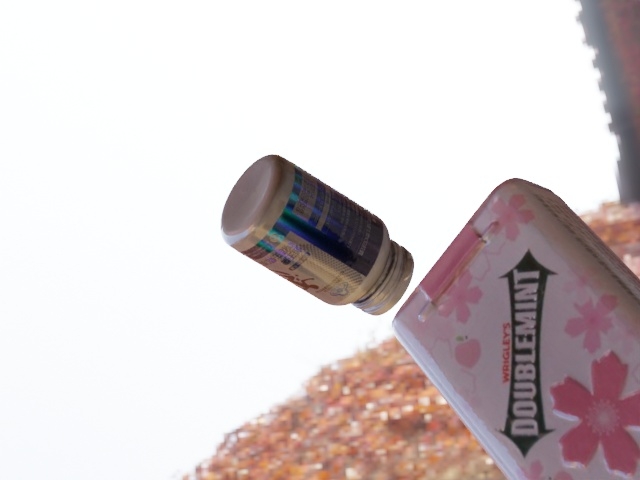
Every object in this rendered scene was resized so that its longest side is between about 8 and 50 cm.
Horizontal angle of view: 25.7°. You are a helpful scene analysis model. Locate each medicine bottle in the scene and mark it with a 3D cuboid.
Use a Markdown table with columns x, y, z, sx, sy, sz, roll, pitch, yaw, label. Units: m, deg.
| x | y | z | sx | sy | sz | roll | pitch | yaw | label |
| --- | --- | --- | --- | --- | --- | --- | --- | --- | --- |
| 0.000 | 0.000 | 1.430 | 0.191 | 0.107 | 0.107 | 32 | -122 | -26 | medicine bottle |

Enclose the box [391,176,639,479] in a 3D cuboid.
| x | y | z | sx | sy | sz | roll | pitch | yaw | label |
| --- | --- | --- | --- | --- | --- | --- | --- | --- | --- |
| 0.228 | 0.134 | 1.145 | 0.112 | 0.190 | 0.370 | 12 | -148 | -48 | box |
